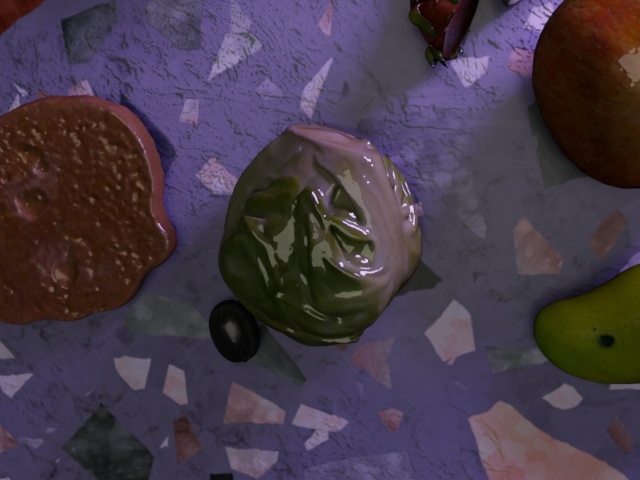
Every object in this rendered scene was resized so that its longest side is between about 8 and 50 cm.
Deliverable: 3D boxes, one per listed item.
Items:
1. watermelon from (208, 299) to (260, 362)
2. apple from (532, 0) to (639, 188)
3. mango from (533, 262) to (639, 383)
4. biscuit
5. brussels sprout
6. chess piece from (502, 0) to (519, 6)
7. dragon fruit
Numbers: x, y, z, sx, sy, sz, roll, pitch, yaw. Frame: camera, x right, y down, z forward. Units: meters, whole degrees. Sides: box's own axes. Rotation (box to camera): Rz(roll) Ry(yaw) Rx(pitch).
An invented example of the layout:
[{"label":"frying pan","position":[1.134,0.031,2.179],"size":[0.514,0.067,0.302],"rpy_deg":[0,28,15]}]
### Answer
[{"label":"watermelon","position":[-0.140,0.151,1.243],"size":[0.078,0.078,0.111],"rpy_deg":[-20,96,11]},{"label":"apple","position":[0.435,-0.211,1.014],"size":[0.309,0.250,0.278],"rpy_deg":[34,102,-1]},{"label":"mango","position":[0.468,0.125,1.122],"size":[0.293,0.143,0.175],"rpy_deg":[-17,95,20]},{"label":"biscuit","position":[-0.431,-0.049,1.259],"size":[0.384,0.062,0.365],"rpy_deg":[-18,98,11]},{"label":"brussels sprout","position":[0.000,0.000,1.117],"size":[0.327,0.247,0.328],"rpy_deg":[2,103,7]},{"label":"chess piece","position":[0.246,-0.475,1.063],"size":[0.144,0.144,0.251],"rpy_deg":[-37,87,12]},{"label":"dragon fruit","position":[0.181,-0.344,1.106],"size":[0.142,0.138,0.175],"rpy_deg":[-21,61,-25]}]
